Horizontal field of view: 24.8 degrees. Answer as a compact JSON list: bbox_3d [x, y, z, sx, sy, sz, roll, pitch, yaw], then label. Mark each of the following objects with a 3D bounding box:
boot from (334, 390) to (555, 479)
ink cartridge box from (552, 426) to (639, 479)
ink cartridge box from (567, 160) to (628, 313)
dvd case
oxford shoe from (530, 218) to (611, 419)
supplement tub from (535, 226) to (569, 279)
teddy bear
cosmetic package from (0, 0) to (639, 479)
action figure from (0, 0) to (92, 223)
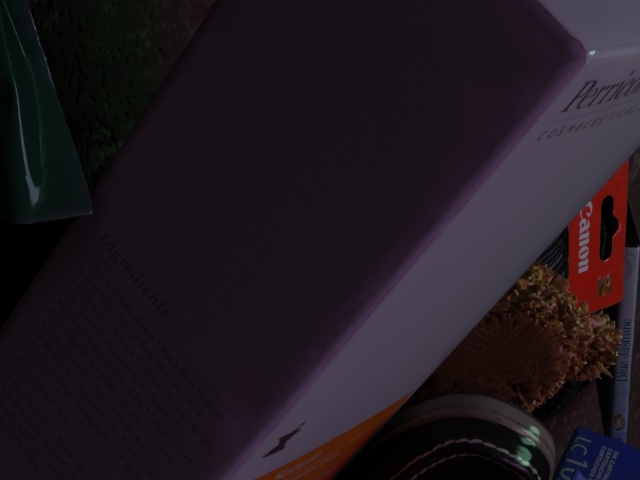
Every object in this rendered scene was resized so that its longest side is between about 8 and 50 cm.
[{"bbox_3d":[0.020,0.297,0.939,0.377,0.138,0.284,-49,-162,36],"label":"boot"},{"bbox_3d":[0.286,0.390,1.561,0.270,0.151,0.395,-58,158,-29],"label":"ink cartridge box"},{"bbox_3d":[0.226,0.017,1.408,0.232,0.066,0.189,-15,117,-25],"label":"ink cartridge box"},{"bbox_3d":[0.332,0.086,1.633,0.180,0.022,0.253,-77,167,-67],"label":"dvd case"},{"bbox_3d":[0.272,0.085,1.559,0.096,0.083,0.227,28,79,-62],"label":"oxford shoe"},{"bbox_3d":[0.086,-0.091,1.087,0.193,0.194,0.316,-41,134,-43],"label":"supplement tub"},{"bbox_3d":[0.060,0.121,1.054,0.113,0.245,0.338,-74,-177,-54],"label":"teddy bear"},{"bbox_3d":[0.000,0.000,0.804,0.230,0.161,0.453,-20,153,-53],"label":"cosmetic package"},{"bbox_3d":[-0.189,-0.125,0.734,0.063,0.137,0.232,-55,140,-71],"label":"action figure"}]
